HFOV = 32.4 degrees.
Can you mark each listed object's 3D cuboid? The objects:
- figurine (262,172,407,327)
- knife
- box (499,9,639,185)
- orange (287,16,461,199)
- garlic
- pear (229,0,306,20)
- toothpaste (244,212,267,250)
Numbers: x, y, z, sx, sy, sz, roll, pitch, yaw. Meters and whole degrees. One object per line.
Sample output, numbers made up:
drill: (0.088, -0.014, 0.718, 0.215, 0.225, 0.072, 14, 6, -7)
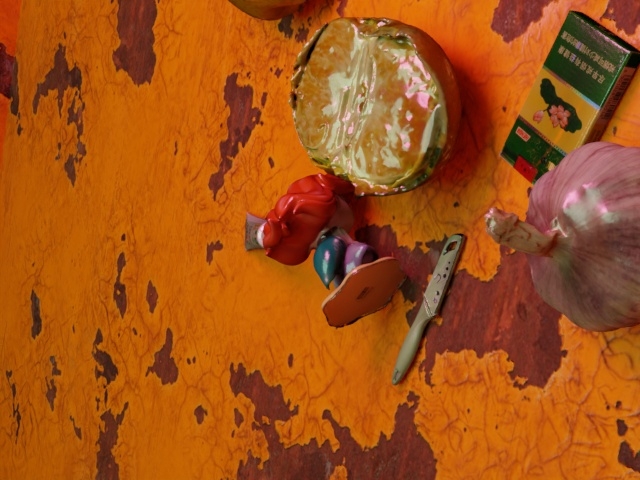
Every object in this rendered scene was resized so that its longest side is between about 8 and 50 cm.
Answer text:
figurine: (0.006, -0.006, 1.842, 0.257, 0.208, 0.181, 56, 165, 31)
knife: (0.171, 0.115, 1.761, 0.043, 0.020, 0.293, 46, 123, 47)
box: (0.342, -0.184, 1.524, 0.132, 0.034, 0.235, 49, 127, 42)
orange: (0.101, -0.217, 1.726, 0.334, 0.196, 0.262, 23, 122, 57)
garlic: (0.318, -0.010, 1.376, 0.245, 0.253, 0.245, -14, 74, 62)
pear: (-0.148, -0.591, 1.977, 0.340, 0.191, 0.386, 171, 87, -79)
toothpaste: (-0.115, -0.011, 2.071, 0.058, 0.056, 0.314, -45, 11, -8)
